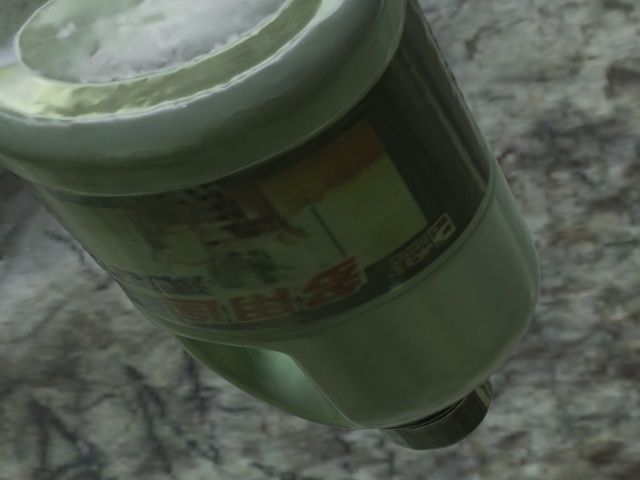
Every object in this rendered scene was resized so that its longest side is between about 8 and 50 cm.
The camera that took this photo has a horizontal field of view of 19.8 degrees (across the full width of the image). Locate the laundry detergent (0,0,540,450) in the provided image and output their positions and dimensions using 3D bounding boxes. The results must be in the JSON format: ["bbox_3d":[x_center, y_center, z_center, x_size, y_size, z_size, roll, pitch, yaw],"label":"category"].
[{"bbox_3d":[0.000,0.000,0.462,0.099,0.225,0.070,-20,-120,9],"label":"laundry detergent"}]
